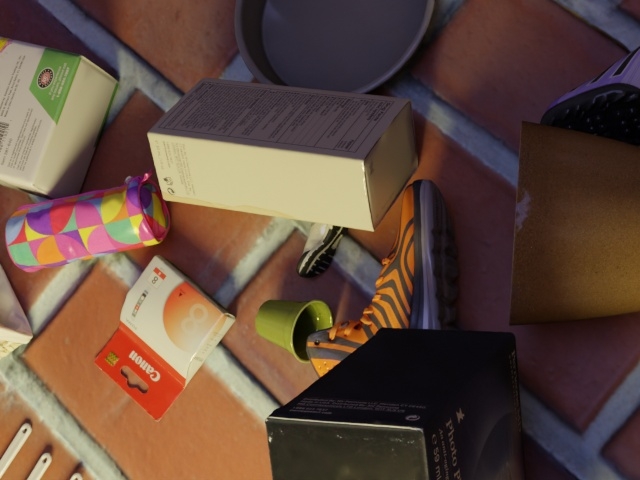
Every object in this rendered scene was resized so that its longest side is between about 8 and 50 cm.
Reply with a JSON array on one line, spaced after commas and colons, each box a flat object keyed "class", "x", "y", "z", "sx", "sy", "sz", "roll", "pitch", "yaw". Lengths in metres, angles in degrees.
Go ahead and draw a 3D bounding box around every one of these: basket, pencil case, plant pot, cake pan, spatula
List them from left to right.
[{"class": "basket", "x": -0.506, "y": 0.094, "z": 1.891, "sx": 0.103, "sy": 0.113, "sz": 0.167, "roll": -38, "pitch": 65, "yaw": 12}, {"class": "spatula", "x": -0.430, "y": 0.391, "z": 1.834, "sx": 0.168, "sy": 0.019, "sz": 0.242, "roll": 34, "pitch": 90, "yaw": 32}, {"class": "pencil case", "x": -0.324, "y": -0.025, "z": 1.854, "sx": 0.236, "sy": 0.104, "sz": 0.104, "roll": -15, "pitch": 71, "yaw": 18}, {"class": "plant pot", "x": -0.040, "y": 0.109, "z": 1.714, "sx": 0.079, "sy": 0.083, "sz": 0.083, "roll": 13, "pitch": 81, "yaw": 39}, {"class": "cake pan", "x": 0.024, "y": -0.317, "z": 1.808, "sx": 0.293, "sy": 0.054, "sz": 0.293, "roll": -6, "pitch": 74, "yaw": 21}, {"class": "plant pot", "x": 0.348, "y": -0.015, "z": 1.513, "sx": 0.254, "sy": 0.237, "sz": 0.237, "roll": 2, "pitch": 77, "yaw": 8}]

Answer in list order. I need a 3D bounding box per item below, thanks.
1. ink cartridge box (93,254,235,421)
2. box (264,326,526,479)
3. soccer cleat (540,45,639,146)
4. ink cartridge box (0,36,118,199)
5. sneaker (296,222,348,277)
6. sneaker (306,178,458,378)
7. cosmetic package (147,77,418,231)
[{"class": "ink cartridge box", "x": -0.222, "y": 0.131, "z": 1.799, "sx": 0.145, "sy": 0.045, "sz": 0.179, "roll": 38, "pitch": 90, "yaw": 27}, {"class": "box", "x": 0.099, "y": 0.276, "z": 1.425, "sx": 0.183, "sy": 0.294, "sz": 0.296, "roll": 0, "pitch": 105, "yaw": 25}, {"class": "soccer cleat", "x": 0.414, "y": -0.203, "z": 1.598, "sx": 0.318, "sy": 0.108, "sz": 0.116, "roll": -22, "pitch": 46, "yaw": 19}, {"class": "ink cartridge box", "x": -0.466, "y": -0.187, "z": 1.945, "sx": 0.278, "sy": 0.117, "sz": 0.201, "roll": 15, "pitch": 82, "yaw": 25}, {"class": "sneaker", "x": 0.000, "y": 0.000, "z": 1.747, "sx": 0.044, "sy": 0.040, "sz": 0.109, "roll": 30, "pitch": 85, "yaw": 43}, {"class": "sneaker", "x": 0.072, "y": 0.082, "z": 1.642, "sx": 0.180, "sy": 0.124, "sz": 0.321, "roll": -3, "pitch": 75, "yaw": 21}, {"class": "cosmetic package", "x": -0.047, "y": -0.117, "z": 1.714, "sx": 0.310, "sy": 0.113, "sz": 0.160, "roll": 10, "pitch": 39, "yaw": 25}]
